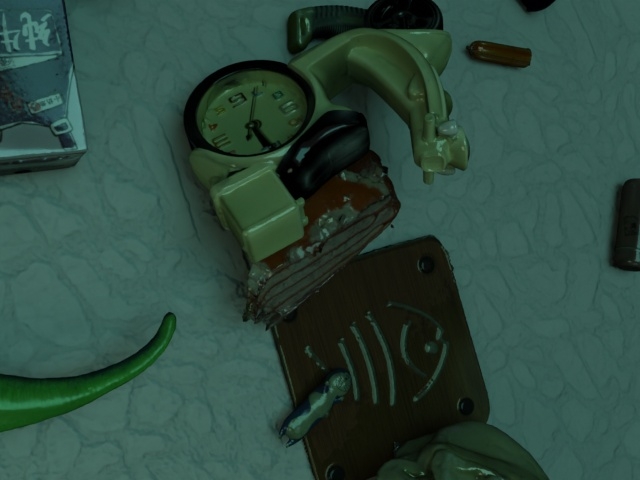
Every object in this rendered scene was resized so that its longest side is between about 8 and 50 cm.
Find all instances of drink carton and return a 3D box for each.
[{"bbox_3d":[-0.352,-0.189,0.988,0.134,0.102,0.222,-9,88,-27],"label":"drink carton"}]

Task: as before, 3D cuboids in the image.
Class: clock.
[{"bbox_3d":[0.025,-0.148,1.067,0.379,0.120,0.276,-27,59,-9],"label":"clock"}]

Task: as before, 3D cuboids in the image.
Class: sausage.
[{"bbox_3d":[0.263,-0.279,1.305,0.107,0.031,0.031,3,82,-23],"label":"sausage"}]

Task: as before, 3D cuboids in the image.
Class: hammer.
[{"bbox_3d":[0.063,-0.292,1.213,0.226,0.041,0.159,-2,83,-24],"label":"hammer"}]

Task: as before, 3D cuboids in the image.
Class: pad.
[{"bbox_3d":[0.084,0.157,1.175,0.284,0.018,0.287,-16,90,-25],"label":"pad"}]

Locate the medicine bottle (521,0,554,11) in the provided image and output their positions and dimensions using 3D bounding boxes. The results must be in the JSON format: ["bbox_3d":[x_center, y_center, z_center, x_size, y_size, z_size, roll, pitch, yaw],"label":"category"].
[{"bbox_3d":[0.319,-0.486,1.332,0.124,0.079,0.258,-29,94,-24],"label":"medicine bottle"}]

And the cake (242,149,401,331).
[{"bbox_3d":[0.000,-0.003,1.091,0.135,0.098,0.287,26,67,15],"label":"cake"}]

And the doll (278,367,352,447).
[{"bbox_3d":[-0.006,0.209,1.103,0.125,0.027,0.037,-45,109,-22],"label":"doll"}]

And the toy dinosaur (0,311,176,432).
[{"bbox_3d":[-0.450,0.106,0.912,0.500,0.144,0.374,-37,86,-27],"label":"toy dinosaur"}]

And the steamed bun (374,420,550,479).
[{"bbox_3d":[0.181,0.387,1.079,0.275,0.206,0.320,24,80,-23],"label":"steamed bun"}]

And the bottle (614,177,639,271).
[{"bbox_3d":[0.488,-0.024,1.356,0.053,0.053,0.140,15,77,-21],"label":"bottle"}]
